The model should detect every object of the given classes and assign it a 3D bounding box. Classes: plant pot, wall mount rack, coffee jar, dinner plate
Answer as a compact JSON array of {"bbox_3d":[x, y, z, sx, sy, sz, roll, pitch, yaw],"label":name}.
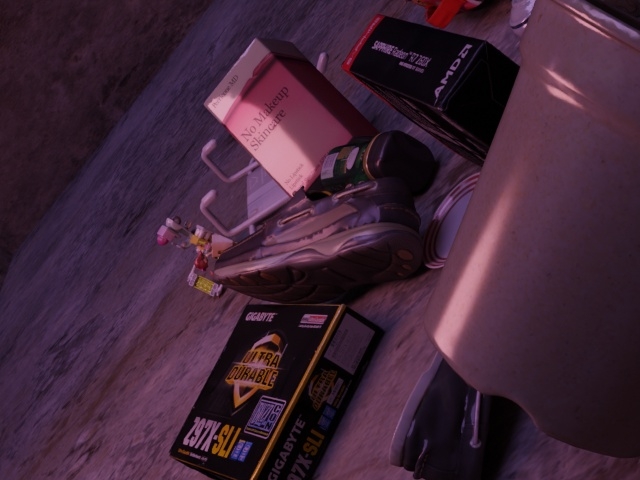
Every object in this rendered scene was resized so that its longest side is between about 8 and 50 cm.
[{"bbox_3d":[0.247,-0.007,1.015,0.305,0.334,0.334,-62,18,16],"label":"plant pot"},{"bbox_3d":[-0.071,-0.160,2.173,0.304,0.130,0.350,-33,28,15],"label":"wall mount rack"},{"bbox_3d":[0.082,-0.103,1.785,0.184,0.096,0.079,-9,56,62],"label":"coffee jar"},{"bbox_3d":[0.177,-0.023,1.565,0.141,0.017,0.141,-46,22,25],"label":"dinner plate"}]

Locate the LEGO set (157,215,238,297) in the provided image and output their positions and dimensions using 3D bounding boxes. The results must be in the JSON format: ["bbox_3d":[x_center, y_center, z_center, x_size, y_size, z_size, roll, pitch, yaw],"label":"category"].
[{"bbox_3d":[-0.190,0.041,2.159,0.287,0.132,0.107,21,87,63],"label":"LEGO set"}]

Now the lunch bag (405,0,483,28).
[{"bbox_3d":[0.223,-0.446,1.904,0.258,0.120,0.293,-65,9,-1],"label":"lunch bag"}]

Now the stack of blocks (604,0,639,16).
[{"bbox_3d":[0.441,-0.375,1.391,0.297,0.087,0.171,-11,48,63],"label":"stack of blocks"}]

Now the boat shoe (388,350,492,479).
[{"bbox_3d":[0.175,0.107,1.304,0.112,0.095,0.335,86,-152,-60],"label":"boat shoe"}]

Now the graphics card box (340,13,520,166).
[{"bbox_3d":[0.181,-0.151,1.439,0.094,0.233,0.371,-55,20,4],"label":"graphics card box"}]

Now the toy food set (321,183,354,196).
[{"bbox_3d":[0.023,-0.004,1.830,0.218,0.071,0.128,-16,68,63],"label":"toy food set"}]

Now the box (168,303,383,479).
[{"bbox_3d":[-0.070,0.212,1.690,0.257,0.079,0.322,-64,22,-14],"label":"box"}]

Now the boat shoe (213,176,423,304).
[{"bbox_3d":[0.000,0.000,1.686,0.355,0.132,0.130,-12,58,40],"label":"boat shoe"}]

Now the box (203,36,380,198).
[{"bbox_3d":[-0.043,-0.189,1.964,0.148,0.232,0.127,-49,-16,20],"label":"box"}]

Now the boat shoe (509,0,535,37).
[{"bbox_3d":[0.311,-0.450,1.694,0.136,0.156,0.367,-13,47,62],"label":"boat shoe"}]
